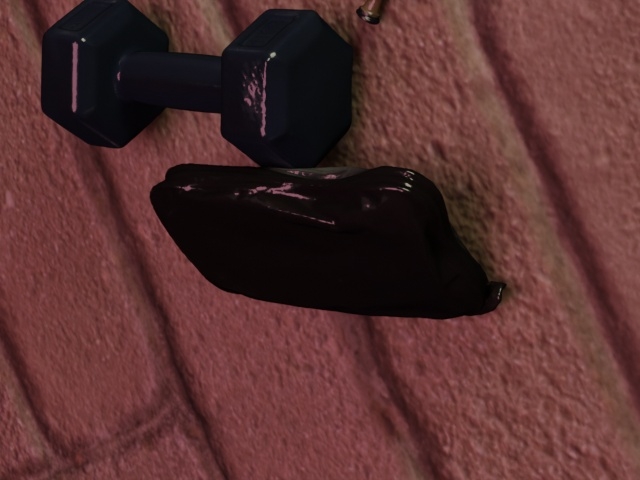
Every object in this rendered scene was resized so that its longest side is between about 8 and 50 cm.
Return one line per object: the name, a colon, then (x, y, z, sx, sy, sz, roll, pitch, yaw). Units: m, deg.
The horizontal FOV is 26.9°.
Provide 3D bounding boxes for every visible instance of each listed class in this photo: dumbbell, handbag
dumbbell: (-0.125, -0.157, 1.324, 0.316, 0.143, 0.156, 10, 104, 34)
handbag: (0.002, 0.000, 1.266, 0.332, 0.075, 0.191, 2, 141, 34)

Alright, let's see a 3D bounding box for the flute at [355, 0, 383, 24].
flute: (0.091, -0.305, 1.220, 0.027, 0.027, 0.233, 38, 117, 24)
